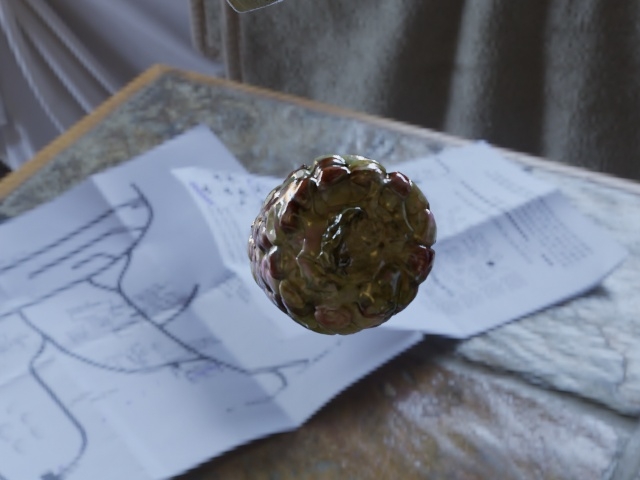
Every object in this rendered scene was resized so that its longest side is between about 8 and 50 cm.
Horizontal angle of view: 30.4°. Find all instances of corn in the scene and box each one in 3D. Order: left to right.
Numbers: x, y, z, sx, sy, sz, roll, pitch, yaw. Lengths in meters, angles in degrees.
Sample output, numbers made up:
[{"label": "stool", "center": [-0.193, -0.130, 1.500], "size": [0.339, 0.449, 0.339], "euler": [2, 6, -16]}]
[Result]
[{"label": "corn", "center": [0.000, 0.000, 0.677], "size": [0.092, 0.092, 0.280], "euler": [-10, 2, -8]}]

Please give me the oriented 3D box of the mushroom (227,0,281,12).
[{"label": "mushroom", "center": [-0.064, -0.234, 0.677], "size": [0.084, 0.209, 0.071], "euler": [-16, 15, 7]}]
